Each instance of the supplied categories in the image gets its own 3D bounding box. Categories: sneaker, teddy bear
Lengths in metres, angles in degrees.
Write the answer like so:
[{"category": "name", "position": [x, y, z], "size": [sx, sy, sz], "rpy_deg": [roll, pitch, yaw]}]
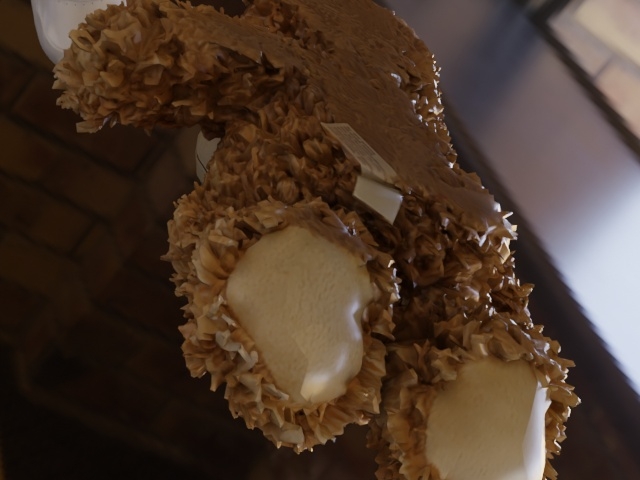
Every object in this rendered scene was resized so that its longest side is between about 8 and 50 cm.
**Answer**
[{"category": "sneaker", "position": [-0.192, -0.251, 1.388], "size": [0.090, 0.232, 0.115], "rpy_deg": [2, -14, 4]}, {"category": "teddy bear", "position": [0.000, 0.000, 0.723], "size": [0.245, 0.113, 0.338], "rpy_deg": [19, 28, -35]}]
